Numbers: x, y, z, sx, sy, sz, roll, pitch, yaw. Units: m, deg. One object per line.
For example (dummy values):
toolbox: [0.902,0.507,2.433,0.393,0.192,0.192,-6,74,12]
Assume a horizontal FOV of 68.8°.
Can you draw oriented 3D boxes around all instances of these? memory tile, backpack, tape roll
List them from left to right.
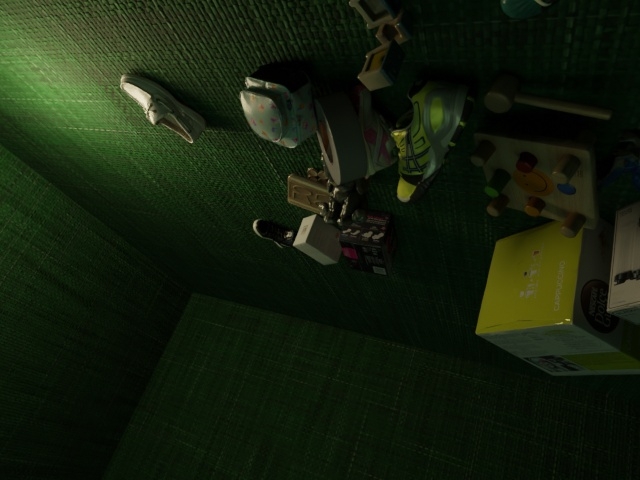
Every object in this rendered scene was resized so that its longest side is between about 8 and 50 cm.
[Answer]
backpack: [-0.099,-0.321,1.162,0.166,0.144,0.188,23,152,34]
memory tile: [0.028,-0.193,1.548,0.148,0.012,0.113,17,156,10]
tape roll: [0.046,-0.251,1.156,0.073,0.219,0.219,-17,155,-6]

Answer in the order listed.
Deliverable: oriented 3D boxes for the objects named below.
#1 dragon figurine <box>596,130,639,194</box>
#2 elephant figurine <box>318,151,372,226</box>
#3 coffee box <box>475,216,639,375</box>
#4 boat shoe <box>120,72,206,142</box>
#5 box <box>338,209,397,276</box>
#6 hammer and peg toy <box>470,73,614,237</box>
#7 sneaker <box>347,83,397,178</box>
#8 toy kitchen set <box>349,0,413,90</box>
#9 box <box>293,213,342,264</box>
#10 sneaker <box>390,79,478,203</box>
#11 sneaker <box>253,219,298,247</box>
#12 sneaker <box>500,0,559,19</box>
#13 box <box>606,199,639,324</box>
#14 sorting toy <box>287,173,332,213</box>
dragon figurine: [0.702,-0.155,0.977,0.289,0.085,0.144,7,155,39]
elephant figurine: [0.078,-0.174,1.396,0.170,0.239,0.186,-4,-159,-7]
coffee box: [0.716,0.168,1.348,0.335,0.337,0.338,28,156,-15]
boat shoe: [-0.488,-0.398,1.426,0.277,0.096,0.098,30,155,-20]
box: [0.181,0.007,1.691,0.164,0.142,0.247,11,156,20]
hammer and peg toy: [0.463,-0.168,1.009,0.266,0.127,0.361,25,160,43]
sneaker: [0.134,-0.281,1.180,0.111,0.102,0.252,-19,135,-3]
toy kitchen set: [0.094,-0.408,0.837,0.122,0.165,0.207,-7,144,48]
box: [0.000,0.000,1.837,0.171,0.130,0.091,34,152,-27]
sneaker: [0.246,-0.239,1.142,0.147,0.145,0.384,25,147,7]
sneaker: [-0.172,-0.035,1.983,0.121,0.079,0.217,-5,154,40]
sneaker: [0.370,-0.410,0.662,0.108,0.120,0.302,28,156,-15]
box: [0.772,0.037,1.080,0.087,0.289,0.169,24,156,-5]
sorting toy: [-0.020,-0.156,1.622,0.193,0.038,0.208,20,161,1]
